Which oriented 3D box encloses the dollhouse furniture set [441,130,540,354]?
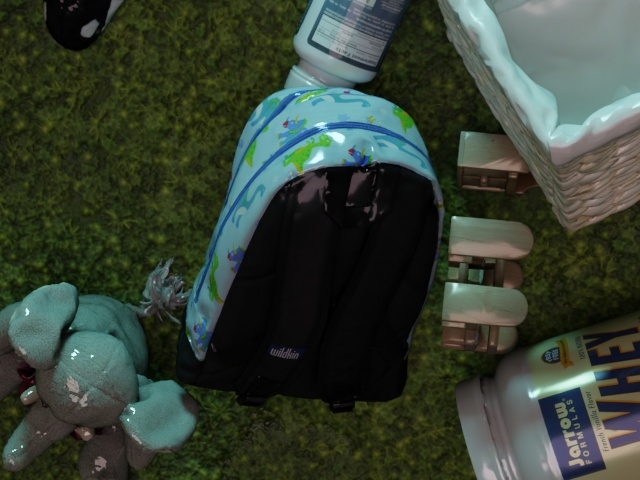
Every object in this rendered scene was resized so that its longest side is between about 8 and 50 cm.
[{"bbox_3d":[0.230,0.010,1.646,0.161,0.212,0.242,5,77,6],"label":"dollhouse furniture set"}]

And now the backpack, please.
[{"bbox_3d":[0.000,0.000,1.626,0.290,0.273,0.355,5,144,-11],"label":"backpack"}]

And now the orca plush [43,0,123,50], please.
[{"bbox_3d":[-0.257,-0.354,1.661,0.151,0.102,0.287,35,104,-3],"label":"orca plush"}]

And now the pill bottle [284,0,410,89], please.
[{"bbox_3d":[0.030,-0.242,1.655,0.108,0.108,0.180,25,105,0],"label":"pill bottle"}]

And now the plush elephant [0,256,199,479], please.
[{"bbox_3d":[-0.290,0.176,1.712,0.272,0.255,0.330,42,104,-5],"label":"plush elephant"}]

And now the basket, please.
[{"bbox_3d":[0.312,-0.239,1.475,0.331,0.266,0.328,-29,67,3],"label":"basket"}]

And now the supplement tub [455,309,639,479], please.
[{"bbox_3d":[0.341,0.212,1.664,0.325,0.235,0.235,-19,101,10],"label":"supplement tub"}]
